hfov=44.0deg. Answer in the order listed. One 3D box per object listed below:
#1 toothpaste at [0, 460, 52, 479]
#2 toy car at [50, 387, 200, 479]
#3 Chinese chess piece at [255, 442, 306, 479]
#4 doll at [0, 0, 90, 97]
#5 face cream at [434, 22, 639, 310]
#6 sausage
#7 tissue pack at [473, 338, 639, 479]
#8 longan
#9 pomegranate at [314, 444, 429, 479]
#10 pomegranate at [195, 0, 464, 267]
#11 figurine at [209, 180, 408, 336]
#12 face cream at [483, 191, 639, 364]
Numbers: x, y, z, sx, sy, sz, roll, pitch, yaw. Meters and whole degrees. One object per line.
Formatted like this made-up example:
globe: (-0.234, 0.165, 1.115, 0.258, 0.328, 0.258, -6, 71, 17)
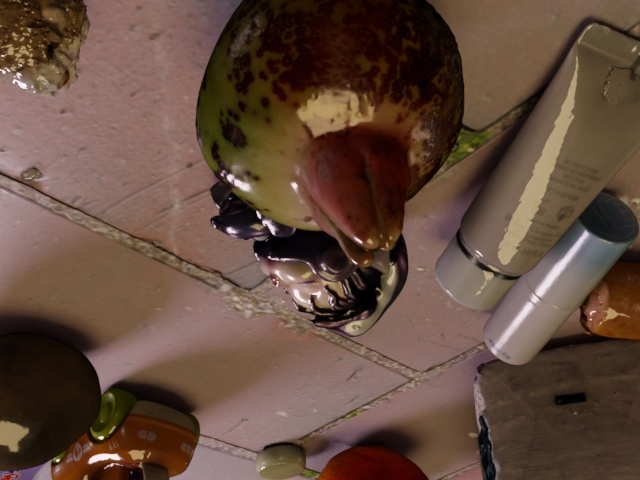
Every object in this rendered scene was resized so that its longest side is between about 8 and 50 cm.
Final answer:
toothpaste: (-0.561, 0.316, 1.154, 0.371, 0.080, 0.125, 16, 133, -36)
toy car: (-0.279, 0.343, 1.097, 0.235, 0.235, 0.145, -34, 134, 30)
Chinese chess piece: (-0.065, 0.364, 1.299, 0.084, 0.034, 0.084, -5, 143, -4)
doll: (-0.277, -0.151, 0.571, 0.221, 0.105, 0.115, -8, 104, 1)
face cream: (0.224, -0.058, 0.782, 0.143, 0.089, 0.314, 15, 129, -23)
sausage: (0.446, 0.067, 0.949, 0.270, 0.109, 0.109, -5, 141, -1)
tissue pack: (0.372, 0.354, 1.175, 0.264, 0.253, 0.417, -10, 143, 5)
longan: (-0.361, 0.192, 0.952, 0.187, 0.167, 0.167, -13, 146, -27)
pomegranate: (0.076, 0.435, 1.277, 0.210, 0.210, 0.235, 17, 168, -26)
pomegranate: (0.013, -0.083, 0.586, 0.214, 0.248, 0.214, -6, 136, -6)
figurine: (0.000, 0.000, 0.799, 0.145, 0.145, 0.222, -28, 126, 25)
face cream: (0.271, 0.051, 0.921, 0.077, 0.077, 0.250, 5, 142, -13)
